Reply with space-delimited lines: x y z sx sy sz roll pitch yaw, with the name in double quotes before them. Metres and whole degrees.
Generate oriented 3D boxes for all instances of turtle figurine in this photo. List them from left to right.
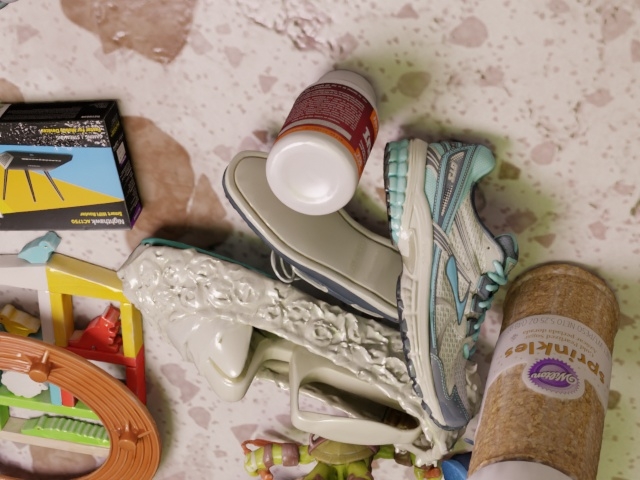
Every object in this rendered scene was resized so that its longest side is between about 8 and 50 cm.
"turtle figurine" 0.038 0.239 1.683 0.270 0.217 0.087 4 109 6

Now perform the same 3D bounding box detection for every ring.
"ring" -0.348 0.220 1.804 0.337 0.032 0.336 6 137 6

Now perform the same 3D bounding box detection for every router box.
"router box" -0.284 -0.075 1.639 0.179 0.046 0.133 0 124 16

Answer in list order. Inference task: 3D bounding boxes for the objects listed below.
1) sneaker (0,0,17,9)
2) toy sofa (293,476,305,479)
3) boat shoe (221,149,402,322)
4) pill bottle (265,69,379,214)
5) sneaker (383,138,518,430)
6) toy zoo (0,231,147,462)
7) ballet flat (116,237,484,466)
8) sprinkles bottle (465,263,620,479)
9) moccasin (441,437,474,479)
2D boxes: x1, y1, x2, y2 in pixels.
"sneaker" -0.382 -0.292 1.499 0.098 0.083 0.223 -31 112 36
"toy sofa" -0.101 0.435 1.882 0.362 0.177 0.150 -47 63 35
"boat shoe" 0.000 0.000 1.581 0.255 0.095 0.079 30 156 -21
"pill bottle" 0.007 -0.096 1.476 0.086 0.152 0.086 7 125 11
"sneaker" 0.131 0.040 1.511 0.122 0.110 0.283 -7 92 4
"toy zoo" -0.292 0.119 1.784 0.192 0.030 0.293 8 126 10
"ballet flat" -0.030 0.120 1.633 0.409 0.147 0.147 20 127 1
"sprinkles bottle" 0.205 0.165 1.473 0.121 0.355 0.121 7 124 11
"moccasin" 0.200 0.273 1.649 0.117 0.137 0.342 -22 160 0
